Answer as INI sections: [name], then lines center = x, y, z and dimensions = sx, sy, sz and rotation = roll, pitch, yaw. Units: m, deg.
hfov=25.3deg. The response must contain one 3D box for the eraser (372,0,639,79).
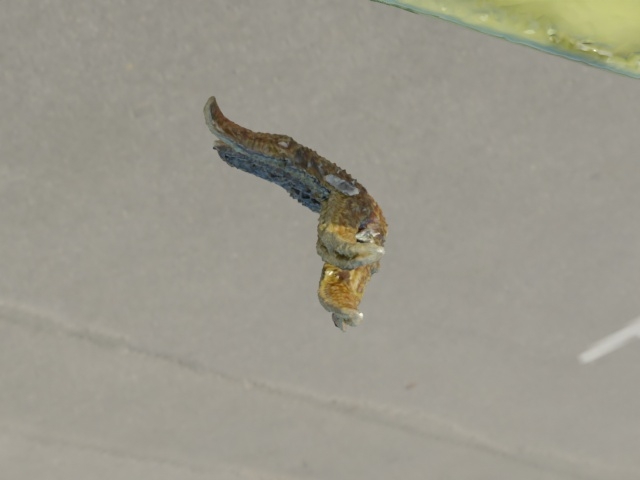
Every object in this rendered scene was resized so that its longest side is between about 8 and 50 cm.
[eraser]
center = 0.044, -0.115, 0.363
dimensions = 0.172, 0.058, 0.117
rotation = 12, 112, -28

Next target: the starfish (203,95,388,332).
[starfish]
center = 0.004, -0.004, 0.562
dimensions = 0.041, 0.133, 0.130
rotation = -34, 148, -2
